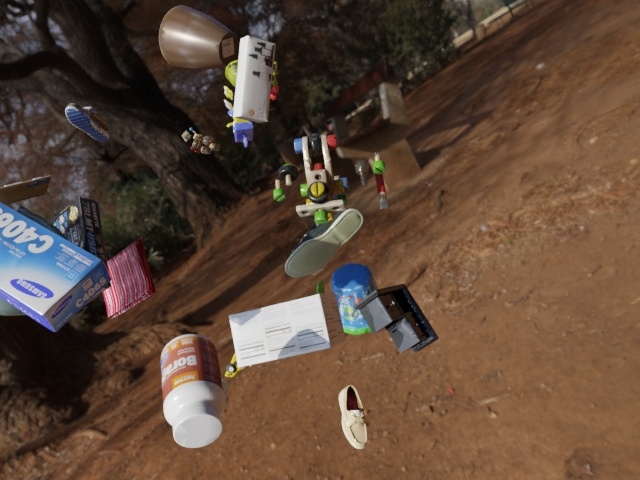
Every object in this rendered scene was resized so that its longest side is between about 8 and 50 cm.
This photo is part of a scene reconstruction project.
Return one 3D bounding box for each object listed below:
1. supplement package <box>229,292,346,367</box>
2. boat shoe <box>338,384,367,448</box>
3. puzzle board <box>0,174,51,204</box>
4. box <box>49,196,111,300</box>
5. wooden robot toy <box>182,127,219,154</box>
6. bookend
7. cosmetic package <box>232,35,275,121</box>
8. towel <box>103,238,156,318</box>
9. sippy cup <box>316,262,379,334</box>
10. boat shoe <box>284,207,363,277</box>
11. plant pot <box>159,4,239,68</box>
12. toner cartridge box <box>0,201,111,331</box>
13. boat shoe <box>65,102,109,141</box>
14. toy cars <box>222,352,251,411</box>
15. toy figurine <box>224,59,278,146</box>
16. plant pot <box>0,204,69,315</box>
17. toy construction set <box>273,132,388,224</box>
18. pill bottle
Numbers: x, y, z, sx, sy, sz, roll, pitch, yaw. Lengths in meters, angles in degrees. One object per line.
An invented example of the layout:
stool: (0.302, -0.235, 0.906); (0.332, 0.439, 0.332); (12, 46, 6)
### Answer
supplement package: (-0.086, 0.245, 1.440); (0.261, 0.145, 0.204); (-14, -9, 12)
boat shoe: (0.090, 0.472, 1.399); (0.062, 0.170, 0.059); (-1, -42, -21)
puzzle board: (-0.740, -0.124, 1.283); (0.128, 0.011, 0.096); (-28, -6, -43)
box: (-0.772, 0.063, 1.586); (0.293, 0.296, 0.073); (-30, -22, 26)
wooden robot toy: (-0.434, -0.363, 1.945); (0.078, 0.076, 0.173); (13, -6, 33)
bookend: (0.177, 0.190, 1.203); (0.072, 0.156, 0.157); (-40, -21, 28)
cosmetic package: (-0.203, -0.490, 1.588); (0.098, 0.239, 0.060); (3, 5, -33)
towel: (-0.672, 0.134, 1.775); (0.274, 0.199, 0.031); (-29, -17, 31)
sippy cup: (0.143, 0.222, 2.108); (0.305, 0.224, 0.240); (-15, 36, 2)
boat shoe: (-0.002, -0.003, 1.886); (0.340, 0.127, 0.113); (-45, 29, -2)
plant pot: (-0.404, -0.691, 1.812); (0.230, 0.216, 0.215); (23, 39, 27)
toner cartridge box: (-0.655, 0.046, 1.139); (0.165, 0.347, 0.075); (-53, -21, -34)
boat shoe: (-0.740, -0.387, 1.644); (0.066, 0.066, 0.183); (-7, -21, 8)
toy cars: (-0.336, 0.535, 1.965); (0.176, 0.087, 0.394); (116, 180, -65)
toy figurine: (-0.239, -0.437, 1.797); (0.191, 0.218, 0.362); (0, -12, -10)
plant pot: (-0.774, 0.080, 1.394); (0.293, 0.196, 0.293); (-46, 29, 35)
toy construction set: (0.046, -0.124, 1.409); (0.308, 0.238, 0.258); (3, -32, -14)
pill bottle: (-0.258, 0.302, 1.051); (0.121, 0.121, 0.216); (-29, 36, -1)
